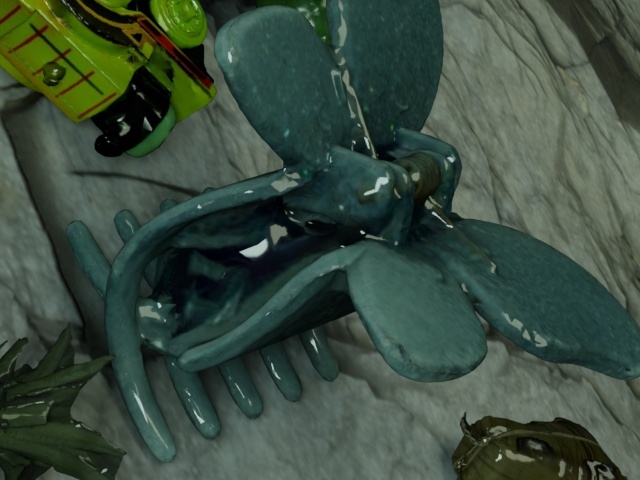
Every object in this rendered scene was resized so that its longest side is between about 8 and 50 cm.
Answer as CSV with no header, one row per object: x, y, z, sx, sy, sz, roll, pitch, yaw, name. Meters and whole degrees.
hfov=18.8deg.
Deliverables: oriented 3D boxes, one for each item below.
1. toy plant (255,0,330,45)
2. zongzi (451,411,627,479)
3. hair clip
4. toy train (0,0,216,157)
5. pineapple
-0.022,-0.255,1.661,0.235,0.175,0.218,65,11,-45,toy plant
0.161,0.169,1.644,0.189,0.081,0.178,26,19,-22,zongzi
0.000,0.000,1.371,0.392,0.238,0.318,61,31,5,hair clip
-0.196,-0.176,1.388,0.296,0.100,0.160,43,40,-25,toy train
-0.233,0.103,1.068,0.119,0.130,0.277,41,21,33,pineapple
